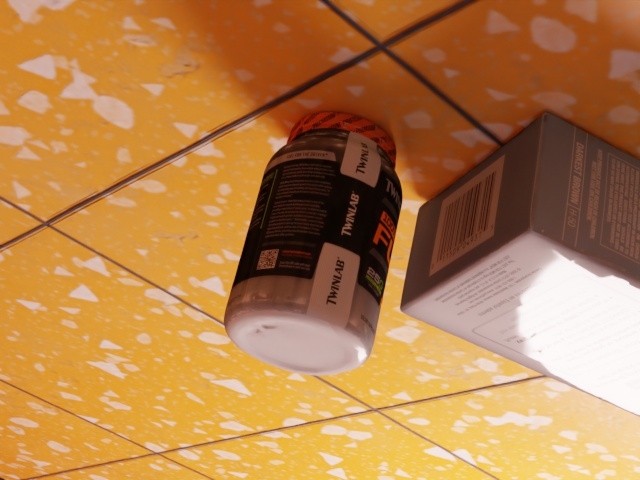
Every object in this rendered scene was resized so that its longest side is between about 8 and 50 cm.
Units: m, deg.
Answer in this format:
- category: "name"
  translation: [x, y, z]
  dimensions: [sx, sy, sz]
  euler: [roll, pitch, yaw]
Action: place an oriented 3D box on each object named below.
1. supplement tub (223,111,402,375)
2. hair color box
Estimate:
- category: "supplement tub"
  translation: [0.000, 0.000, 0.867]
  dimensions: [0.117, 0.190, 0.117]
  euler: [11, 151, 6]
- category: "hair color box"
  translation: [0.278, 0.053, 0.922]
  dimensions: [0.374, 0.114, 0.185]
  euler: [25, 148, -18]
